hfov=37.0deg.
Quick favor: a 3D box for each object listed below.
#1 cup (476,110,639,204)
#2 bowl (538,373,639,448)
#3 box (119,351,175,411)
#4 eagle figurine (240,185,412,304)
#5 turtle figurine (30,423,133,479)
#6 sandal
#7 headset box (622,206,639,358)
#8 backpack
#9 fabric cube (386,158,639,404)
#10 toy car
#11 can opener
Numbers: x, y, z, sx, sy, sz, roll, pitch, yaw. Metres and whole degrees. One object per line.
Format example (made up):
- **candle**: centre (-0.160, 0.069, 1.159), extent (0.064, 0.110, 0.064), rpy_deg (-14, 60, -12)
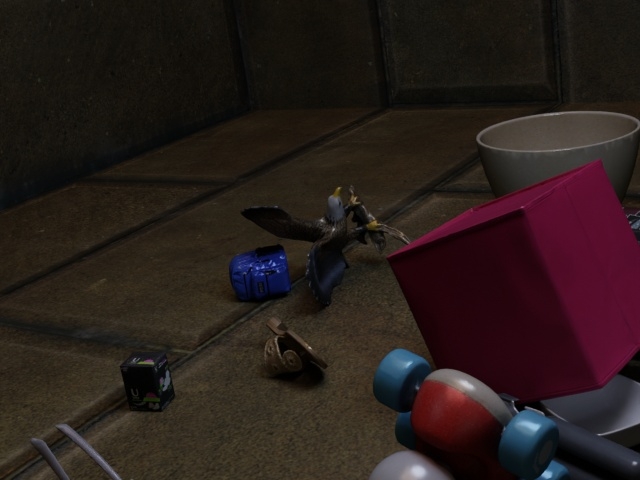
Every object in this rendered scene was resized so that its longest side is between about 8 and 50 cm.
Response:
- **cup**: centre (0.503, -0.119, 2.002), extent (0.331, 0.237, 0.331), rpy_deg (-8, 18, 3)
- **bowl**: centre (0.381, 0.237, 1.281), extent (0.142, 0.053, 0.142), rpy_deg (-16, 20, -18)
- **box**: centre (-0.281, 0.229, 1.556), extent (0.062, 0.083, 0.052), rpy_deg (-2, 19, 19)
- **eagle figurine**: centre (-0.001, -0.010, 1.926), extent (0.298, 0.225, 0.226), rpy_deg (-28, 21, -38)
- **turtle figurine**: centre (-0.191, 0.312, 1.034), extent (0.266, 0.198, 0.274), rpy_deg (7, 59, -7)
- **sandal**: centre (-0.061, 0.195, 1.614), extent (0.079, 0.088, 0.240), rpy_deg (-45, 18, -7)
- **headset box**: centre (0.489, 0.065, 1.486), extent (0.293, 0.218, 0.110), rpy_deg (6, 24, 36)
- **backpack**: centre (-0.125, 0.069, 1.946), extent (0.120, 0.098, 0.101), rpy_deg (-10, 22, -7)
- **fabric cube**: centre (0.302, 0.068, 1.384), extent (0.254, 0.258, 0.259), rpy_deg (-24, 2, 45)
- **toy car**: centre (0.130, 0.289, 1.114), extent (0.219, 0.210, 0.238), rpy_deg (24, 63, 36)
- **can opener**: centre (0.277, 0.261, 1.202), extent (0.095, 0.076, 0.283), rpy_deg (3, 9, -36)
